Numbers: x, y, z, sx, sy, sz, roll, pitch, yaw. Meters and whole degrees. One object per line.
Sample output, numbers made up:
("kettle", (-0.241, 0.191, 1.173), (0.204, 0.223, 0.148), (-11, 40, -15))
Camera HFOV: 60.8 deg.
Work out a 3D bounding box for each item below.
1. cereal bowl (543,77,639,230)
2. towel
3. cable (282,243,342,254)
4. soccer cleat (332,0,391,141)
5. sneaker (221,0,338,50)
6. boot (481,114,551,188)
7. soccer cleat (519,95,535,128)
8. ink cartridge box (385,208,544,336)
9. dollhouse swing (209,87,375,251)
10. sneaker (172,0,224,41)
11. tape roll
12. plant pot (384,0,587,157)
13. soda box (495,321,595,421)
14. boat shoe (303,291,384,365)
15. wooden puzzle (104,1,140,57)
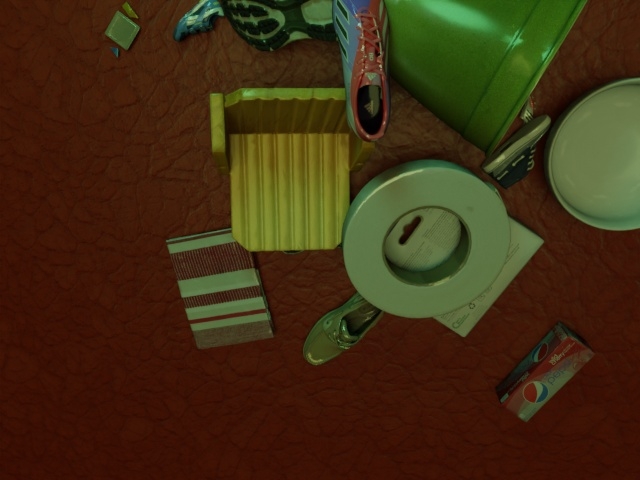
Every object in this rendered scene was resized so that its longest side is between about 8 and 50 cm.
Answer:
("cereal bowl", (0.676, -0.198, 1.242), (0.339, 0.141, 0.338), (2, 106, 7))
("towel", (-0.273, 0.134, 1.504), (0.237, 0.037, 0.328), (-10, 103, 11))
("cable", (0.000, 0.000, 1.412), (0.288, 0.072, 0.139), (17, 108, 1))
("soccer cleat", (0.087, -0.344, 1.031), (0.109, 0.116, 0.317), (-7, 112, -2))
("sneaker", (-0.043, -0.529, 1.209), (0.411, 0.182, 0.158), (14, 139, 33))
("boot", (0.483, -0.208, 1.295), (0.086, 0.069, 0.190), (40, 125, -12))
("soccer cleat", (0.488, -0.305, 1.291), (0.036, 0.029, 0.083), (-10, 110, 5))
("ink cartridge box", (0.328, 0.032, 1.388), (0.330, 0.071, 0.324), (34, 108, -2))
("dollhouse swing", (-0.064, -0.141, 1.240), (0.347, 0.315, 0.304), (-1, 83, -6))
("sneaker", (-0.292, -0.519, 1.303), (0.144, 0.053, 0.059), (-36, 101, 16))
("tape roll", (0.244, 0.002, 1.277), (0.393, 0.072, 0.391), (-1, 114, -2))
("plant pot", (0.293, -0.418, 1.136), (0.353, 0.366, 0.366), (31, 108, 9))
("soda box", (0.589, 0.349, 1.444), (0.092, 0.083, 0.263), (35, 108, -4))
("boat shoe", (0.063, 0.238, 1.461), (0.302, 0.098, 0.109), (-43, 98, 16))
("wooden puzzle", (-0.487, -0.518, 1.346), (0.078, 0.014, 0.116), (45, 106, -3))
